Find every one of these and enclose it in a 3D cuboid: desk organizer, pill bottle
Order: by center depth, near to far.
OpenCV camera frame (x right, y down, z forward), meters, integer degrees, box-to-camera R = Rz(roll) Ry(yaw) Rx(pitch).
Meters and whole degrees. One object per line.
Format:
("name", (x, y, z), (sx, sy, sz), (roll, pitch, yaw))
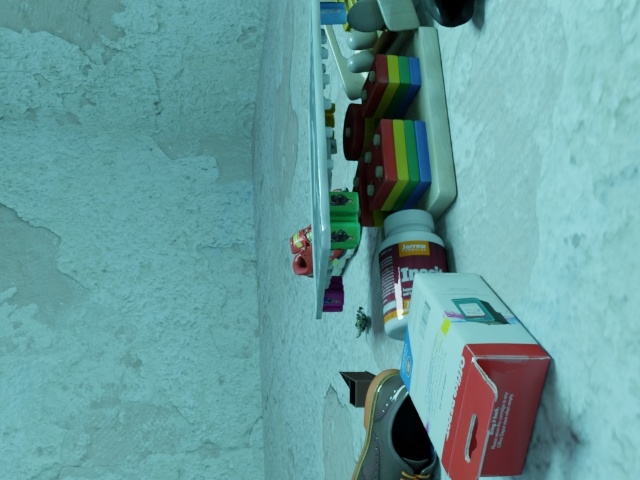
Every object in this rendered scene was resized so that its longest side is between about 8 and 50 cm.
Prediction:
("pill bottle", (0.116, 0.043, 0.897), (0.086, 0.086, 0.152), (114, 155, -63))
("desk organizer", (0.068, 0.247, 1.203), (0.130, 0.050, 0.047), (162, 110, -78))

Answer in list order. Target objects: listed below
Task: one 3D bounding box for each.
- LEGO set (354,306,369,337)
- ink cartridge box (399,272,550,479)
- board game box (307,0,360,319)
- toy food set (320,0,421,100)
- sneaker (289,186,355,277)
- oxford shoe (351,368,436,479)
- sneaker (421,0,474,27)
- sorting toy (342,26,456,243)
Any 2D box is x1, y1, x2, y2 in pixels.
("LEGO set", (0.076, 0.142, 1.277), (0.083, 0.023, 0.054), (-79, -3, -71))
("ink cartridge box", (0.151, 0.138, 0.718), (0.231, 0.078, 0.134), (-113, 26, -65))
("board game box", (0.012, -0.115, 1.072), (0.390, 0.050, 0.390), (96, 172, -70))
("toy food set", (0.050, -0.366, 1.113), (0.306, 0.092, 0.220), (143, 109, -78))
("sneaker", (0.000, 0.000, 1.422), (0.279, 0.118, 0.107), (107, 161, -54))
("oxford shoe", (0.098, 0.308, 0.935), (0.098, 0.096, 0.271), (170, 102, -73))
("sneaker", (0.161, -0.353, 0.752), (0.286, 0.109, 0.130), (92, 168, -56))
("sorting toy", (0.095, -0.125, 1.031), (0.255, 0.089, 0.257), (116, 154, -65))
